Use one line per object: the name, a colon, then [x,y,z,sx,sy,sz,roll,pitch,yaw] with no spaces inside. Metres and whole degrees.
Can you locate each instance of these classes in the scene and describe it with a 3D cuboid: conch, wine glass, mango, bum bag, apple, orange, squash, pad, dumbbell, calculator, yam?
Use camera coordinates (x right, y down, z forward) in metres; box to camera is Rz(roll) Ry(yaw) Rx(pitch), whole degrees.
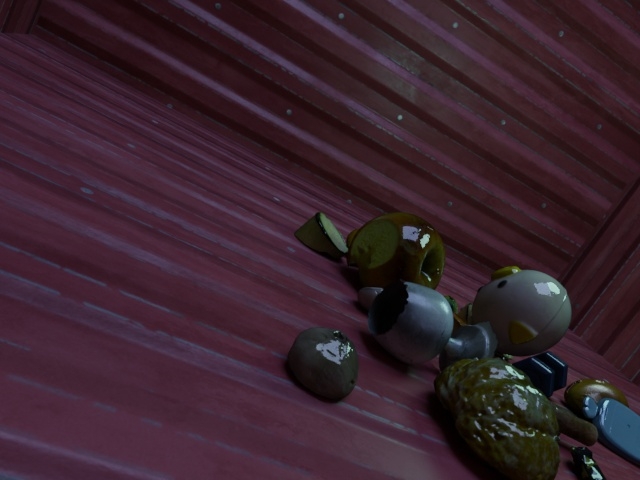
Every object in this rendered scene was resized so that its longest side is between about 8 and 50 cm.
conch: [0.560,0.287,2.277,0.094,0.080,0.201,56,13,18]
wine glass: [0.307,0.258,1.495,0.323,0.238,0.238,30,13,-23]
mango: [0.197,0.023,2.342,0.176,0.119,0.317,41,20,10]
bum bag: [0.743,0.639,1.403,0.107,0.060,0.232,37,14,-14]
apple: [0.269,0.073,1.969,0.374,0.374,0.384,35,54,18]
orange: [0.432,0.411,1.263,0.271,0.210,0.368,27,16,-26]
squash: [0.015,0.001,2.121,0.220,0.133,0.220,44,12,-13]
pad: [0.864,0.623,1.847,0.266,0.002,0.176,26,14,-19]
dumbbell: [0.779,0.483,1.856,0.144,0.159,0.325,2,-4,34]
mango: [1.046,0.612,1.974,0.236,0.166,0.136,12,-27,-3]
calculator: [1.061,0.664,1.835,0.303,0.042,0.188,35,53,6]
yam: [0.680,0.509,1.563,0.357,0.081,0.081,30,13,-7]

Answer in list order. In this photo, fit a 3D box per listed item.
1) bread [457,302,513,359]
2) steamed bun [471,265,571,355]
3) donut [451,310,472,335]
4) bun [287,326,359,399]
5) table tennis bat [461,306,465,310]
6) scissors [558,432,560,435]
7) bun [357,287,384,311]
bread: [0.667,0.371,2.136,0.266,0.178,0.142,28,-18,-22]
steamed bun: [0.736,0.267,1.931,0.334,0.333,0.374,29,-21,-7]
donut: [0.449,0.294,1.933,0.259,0.101,0.152,19,18,-38]
bun: [0.018,0.253,1.131,0.167,0.113,0.173,30,16,-5]
table tennis bat: [0.753,0.374,2.457,0.201,0.033,0.124,33,14,29]
scissors: [0.633,0.553,1.541,0.180,0.032,0.393,35,13,17]
bun: [0.189,0.208,1.727,0.138,0.094,0.138,4,-9,1]
